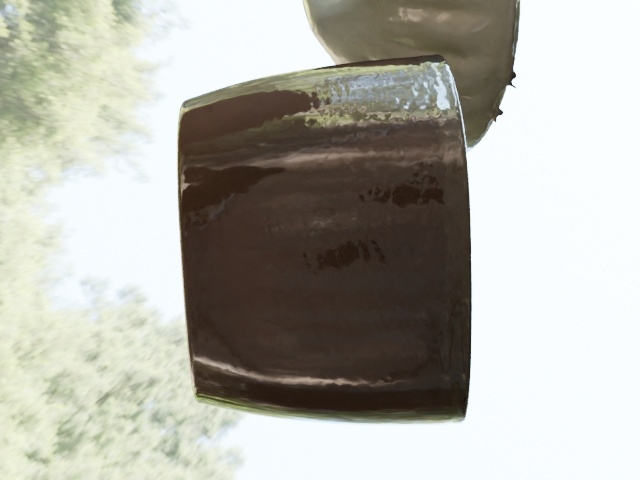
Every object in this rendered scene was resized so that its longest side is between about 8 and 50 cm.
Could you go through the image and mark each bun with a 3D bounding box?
[{"bbox_3d":[0.068,-0.211,1.359,0.175,0.263,0.263,4,-87,-15],"label":"bun"}]

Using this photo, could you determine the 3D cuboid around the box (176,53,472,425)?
[{"bbox_3d":[0.000,0.000,1.127,0.216,0.301,0.301,-1,-87,-3],"label":"box"}]
